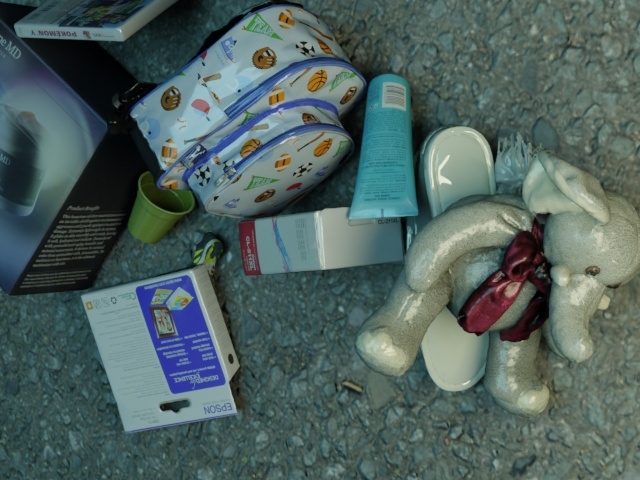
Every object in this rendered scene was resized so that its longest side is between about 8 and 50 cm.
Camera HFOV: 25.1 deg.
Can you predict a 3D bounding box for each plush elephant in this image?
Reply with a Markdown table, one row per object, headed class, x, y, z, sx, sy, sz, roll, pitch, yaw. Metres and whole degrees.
| class | x | y | z | sx | sy | sz | roll | pitch | yaw |
| --- | --- | --- | --- | --- | --- | --- | --- | --- | --- |
| plush elephant | 0.247 | 0.035 | 1.559 | 0.255 | 0.272 | 0.330 | 3 | 68 | 56 |

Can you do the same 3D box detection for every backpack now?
| class | x | y | z | sx | sy | sz | roll | pitch | yaw |
| --- | --- | --- | --- | --- | --- | --- | --- | --- | --- |
| backpack | -0.077 | -0.160 | 1.766 | 0.263 | 0.276 | 0.213 | -46 | 74 | 18 |

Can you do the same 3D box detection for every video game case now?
| class | x | y | z | sx | sy | sz | roll | pitch | yaw |
| --- | --- | --- | --- | --- | --- | --- | --- | --- | --- |
| video game case | -0.278 | -0.319 | 1.918 | 0.183 | 0.201 | 0.023 | 7 | 126 | 31 |

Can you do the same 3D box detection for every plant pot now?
| class | x | y | z | sx | sy | sz | roll | pitch | yaw |
| --- | --- | --- | --- | --- | --- | --- | --- | --- | --- |
| plant pot | -0.226 | -0.040 | 1.966 | 0.083 | 0.083 | 0.079 | 50 | 128 | 20 |

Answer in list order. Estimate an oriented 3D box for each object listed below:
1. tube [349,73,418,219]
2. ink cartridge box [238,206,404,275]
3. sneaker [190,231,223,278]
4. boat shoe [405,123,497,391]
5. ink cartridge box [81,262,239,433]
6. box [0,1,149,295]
| class | x | y | z | sx | sy | sz | roll | pitch | yaw |
| --- | --- | --- | --- | --- | --- | --- | --- | --- | --- |
| tube | 0.079 | -0.109 | 1.718 | 0.080 | 0.052 | 0.207 | -7 | 50 | 15 |
| ink cartridge box | 0.000 | 0.000 | 1.757 | 0.175 | 0.127 | 0.072 | -5 | 90 | 56 |
| sneaker | -0.157 | 0.024 | 1.952 | 0.083 | 0.031 | 0.035 | -55 | 37 | 29 |
| boat shoe | 0.158 | 0.019 | 1.734 | 0.099 | 0.116 | 0.319 | -151 | 58 | -73 |
| ink cartridge box | -0.214 | 0.150 | 1.971 | 0.206 | 0.045 | 0.208 | -13 | 97 | 32 |
| box | -0.398 | -0.130 | 2.003 | 0.296 | 0.183 | 0.294 | 43 | 111 | 23 |
